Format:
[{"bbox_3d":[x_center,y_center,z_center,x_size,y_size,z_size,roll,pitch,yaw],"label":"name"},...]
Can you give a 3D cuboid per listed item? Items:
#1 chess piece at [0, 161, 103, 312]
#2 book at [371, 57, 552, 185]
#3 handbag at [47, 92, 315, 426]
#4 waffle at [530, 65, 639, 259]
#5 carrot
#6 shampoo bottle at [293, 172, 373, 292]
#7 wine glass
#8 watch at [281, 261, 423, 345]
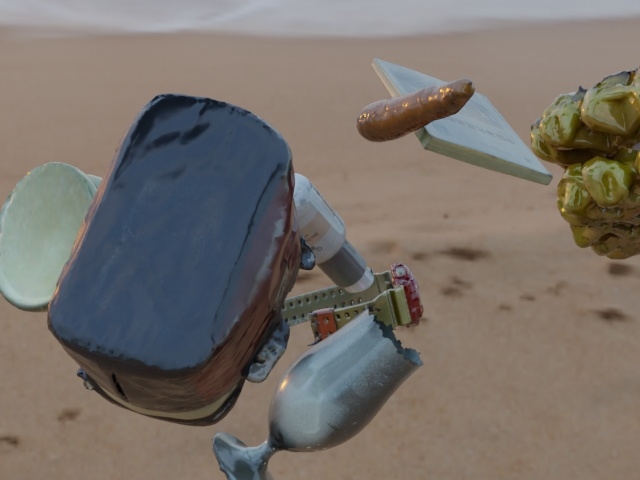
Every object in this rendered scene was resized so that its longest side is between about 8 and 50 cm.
[{"bbox_3d":[-0.188,0.019,1.321,0.144,0.144,0.251,21,2,38],"label":"chess piece"},{"bbox_3d":[0.200,-0.177,1.910,0.215,0.025,0.282,14,25,-25],"label":"book"},{"bbox_3d":[-0.106,0.023,1.095,0.181,0.254,0.181,15,-20,9],"label":"handbag"},{"bbox_3d":[0.367,-0.071,1.284,0.261,0.151,0.324,-9,-19,36],"label":"waffle"},{"bbox_3d":[0.129,-0.174,1.731,0.059,0.059,0.248,-12,-1,-34],"label":"carrot"},{"bbox_3d":[0.000,0.000,1.594,0.074,0.192,0.074,-24,39,21],"label":"shampoo bottle"},{"bbox_3d":[-0.001,0.166,1.317,0.103,0.222,0.103,45,13,-13],"label":"wine glass"},{"bbox_3d":[0.025,0.110,2.016,0.268,0.102,0.165,-15,11,-9],"label":"watch"}]
